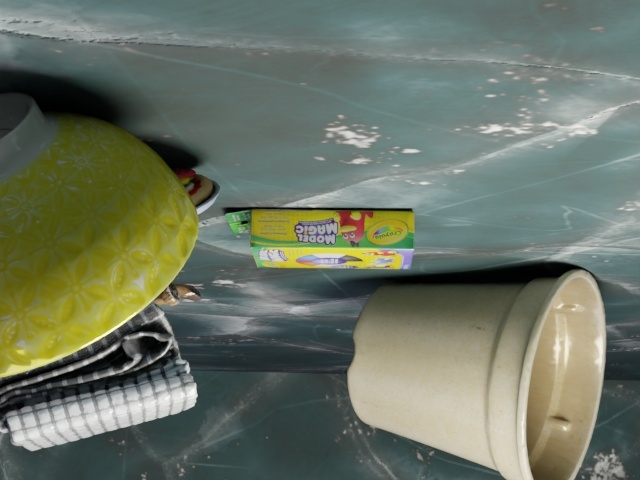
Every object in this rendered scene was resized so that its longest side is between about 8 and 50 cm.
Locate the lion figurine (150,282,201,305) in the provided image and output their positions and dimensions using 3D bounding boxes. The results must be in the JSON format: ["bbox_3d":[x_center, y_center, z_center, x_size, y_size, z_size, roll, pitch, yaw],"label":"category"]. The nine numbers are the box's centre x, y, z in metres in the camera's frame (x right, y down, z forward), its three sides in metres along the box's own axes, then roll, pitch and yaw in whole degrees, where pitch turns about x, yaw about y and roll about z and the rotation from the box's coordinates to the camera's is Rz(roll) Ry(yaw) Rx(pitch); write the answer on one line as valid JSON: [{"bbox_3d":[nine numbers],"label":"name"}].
[{"bbox_3d":[-0.319,0.066,1.651,0.240,0.142,0.392,-28,154,12],"label":"lion figurine"}]

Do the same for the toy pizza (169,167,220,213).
[{"bbox_3d":[-0.200,-0.041,1.349,0.201,0.032,0.201,-9,-163,3],"label":"toy pizza"}]

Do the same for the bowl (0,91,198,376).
[{"bbox_3d":[-0.265,-0.031,1.164,0.290,0.289,0.156,-5,125,26],"label":"bowl"}]

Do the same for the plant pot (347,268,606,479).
[{"bbox_3d":[0.221,0.187,2.011,0.306,0.333,0.334,8,173,29],"label":"plant pot"}]

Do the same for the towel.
[{"bbox_3d":[-0.279,0.172,1.675,0.235,0.121,0.283,-14,171,-8],"label":"towel"}]

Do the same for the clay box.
[{"bbox_3d":[0.000,0.000,1.641,0.222,0.053,0.127,0,168,2],"label":"clay box"}]
